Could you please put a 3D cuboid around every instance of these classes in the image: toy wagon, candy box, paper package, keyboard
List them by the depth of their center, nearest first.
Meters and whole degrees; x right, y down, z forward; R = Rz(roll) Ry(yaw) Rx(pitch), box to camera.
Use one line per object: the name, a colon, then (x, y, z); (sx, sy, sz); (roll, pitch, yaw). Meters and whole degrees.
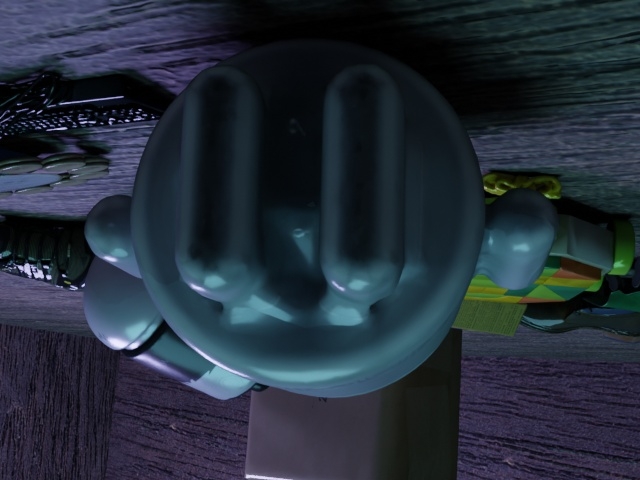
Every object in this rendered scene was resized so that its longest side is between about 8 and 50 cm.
keyboard: (-0.206, -0.087, 0.679); (0.192, 0.038, 0.100); (-3, 167, 31)
toy wagon: (0.172, 0.007, 0.930); (0.267, 0.068, 0.344); (4, 170, 4)
candy box: (0.155, 0.066, 1.175); (0.186, 0.053, 0.109); (11, -160, -25)
paper package: (0.046, 0.211, 1.375); (0.168, 0.325, 0.309); (14, 166, -43)

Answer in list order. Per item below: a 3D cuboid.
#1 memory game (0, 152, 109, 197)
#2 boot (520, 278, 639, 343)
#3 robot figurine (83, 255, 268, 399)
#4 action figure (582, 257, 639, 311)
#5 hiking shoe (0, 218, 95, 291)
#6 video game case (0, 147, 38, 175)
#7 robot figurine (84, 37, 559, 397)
memory game: (-0.279, -0.055, 0.818); (0.186, 0.012, 0.186); (-10, 178, 0)
boot: (0.363, 0.080, 1.291); (0.219, 0.082, 0.106); (8, 148, 8)
robot figurine: (-0.147, 0.083, 1.111); (0.278, 0.209, 0.174); (30, -161, -27)
action figure: (0.463, 0.071, 1.154); (0.232, 0.064, 0.137); (15, 164, -28)
hiking shoe: (-0.363, 0.018, 1.177); (0.226, 0.086, 0.114); (-2, 171, 34)
video game case: (-0.357, -0.074, 0.876); (0.119, 0.015, 0.166); (14, 166, -38)
robot figurine: (0.000, 0.000, 0.603); (0.299, 0.200, 0.353); (4, 169, 7)
